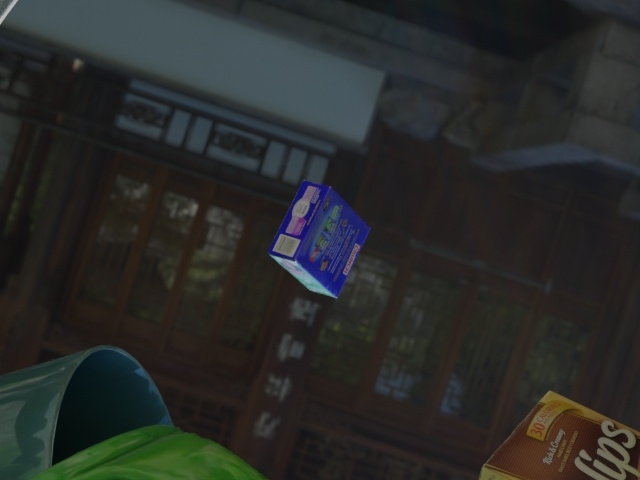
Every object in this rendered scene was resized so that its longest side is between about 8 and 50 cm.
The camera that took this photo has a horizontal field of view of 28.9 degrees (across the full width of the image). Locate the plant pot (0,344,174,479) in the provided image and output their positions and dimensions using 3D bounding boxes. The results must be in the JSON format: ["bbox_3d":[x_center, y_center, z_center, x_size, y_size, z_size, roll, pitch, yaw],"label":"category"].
[{"bbox_3d":[-0.276,0.258,1.102,0.235,0.293,0.293,-12,173,14],"label":"plant pot"}]

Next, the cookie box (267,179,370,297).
[{"bbox_3d":[0.000,0.000,1.334,0.040,0.092,0.107,17,164,33],"label":"cookie box"}]

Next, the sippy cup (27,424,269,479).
[{"bbox_3d":[-0.096,0.249,0.612,0.224,0.240,0.305,49,159,16],"label":"sippy cup"}]

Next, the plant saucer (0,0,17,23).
[{"bbox_3d":[-0.346,-0.321,1.312,0.100,0.400,0.400,35,175,-20],"label":"plant saucer"}]

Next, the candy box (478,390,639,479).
[{"bbox_3d":[0.211,0.184,0.846,0.186,0.053,0.109,23,-144,26],"label":"candy box"}]
